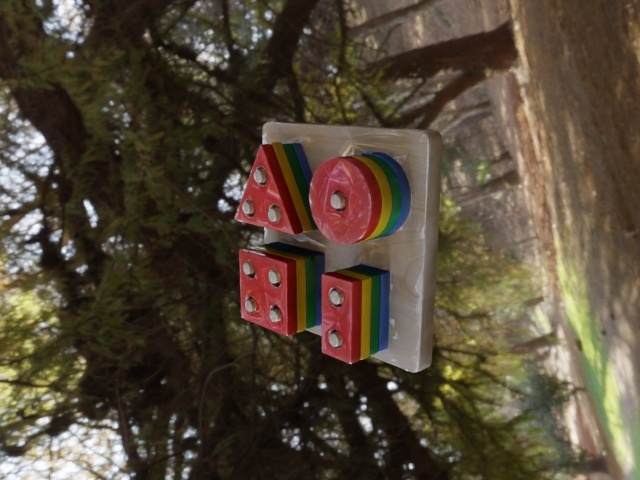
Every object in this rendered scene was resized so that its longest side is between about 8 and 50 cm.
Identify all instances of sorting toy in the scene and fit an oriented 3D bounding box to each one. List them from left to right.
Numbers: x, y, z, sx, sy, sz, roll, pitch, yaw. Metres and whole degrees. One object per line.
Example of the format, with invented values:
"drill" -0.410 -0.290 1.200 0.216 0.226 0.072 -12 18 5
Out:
"sorting toy" 0.000 0.000 0.685 0.089 0.257 0.255 -12 -72 -42
